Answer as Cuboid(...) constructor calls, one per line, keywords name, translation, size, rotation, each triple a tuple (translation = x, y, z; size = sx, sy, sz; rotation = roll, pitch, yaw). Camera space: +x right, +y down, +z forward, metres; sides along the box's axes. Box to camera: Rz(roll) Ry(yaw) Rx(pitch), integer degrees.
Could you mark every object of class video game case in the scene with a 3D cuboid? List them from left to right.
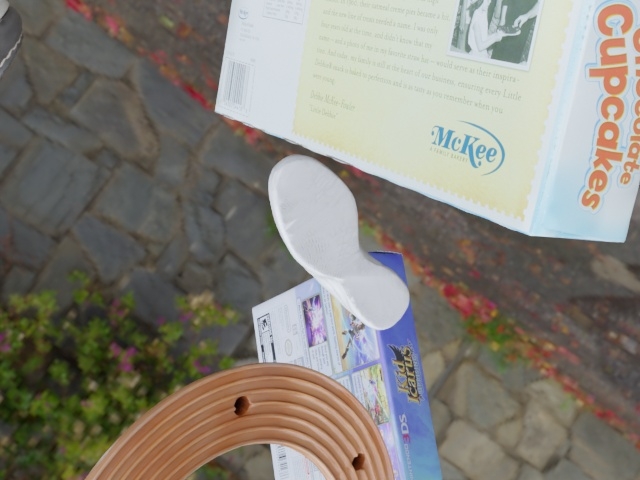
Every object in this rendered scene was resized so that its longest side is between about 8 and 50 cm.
Cuboid(name="video game case", translation=(0.024, 0.176, 1.330), size=(0.061, 0.269, 0.244), rotation=(3, 160, -36))

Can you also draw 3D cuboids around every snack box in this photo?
Cuboid(name="snack box", translation=(0.047, -0.129, 0.583), size=(0.060, 0.187, 0.322), rotation=(3, -166, -31))

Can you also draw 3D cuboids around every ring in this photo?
Cuboid(name="ring", translation=(-0.068, 0.251, 0.817), size=(0.032, 0.336, 0.336), rotation=(11, 153, 45))

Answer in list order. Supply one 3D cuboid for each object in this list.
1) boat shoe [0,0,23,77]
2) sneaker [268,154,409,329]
Cuboid(name="boat shoe", translation=(-0.326, -0.059, 0.889), size=(0.095, 0.335, 0.112), rotation=(41, -155, -26))
Cuboid(name="sneaker", translation=(0.000, 0.000, 1.075), size=(0.094, 0.080, 0.212), rotation=(30, 158, 54))
